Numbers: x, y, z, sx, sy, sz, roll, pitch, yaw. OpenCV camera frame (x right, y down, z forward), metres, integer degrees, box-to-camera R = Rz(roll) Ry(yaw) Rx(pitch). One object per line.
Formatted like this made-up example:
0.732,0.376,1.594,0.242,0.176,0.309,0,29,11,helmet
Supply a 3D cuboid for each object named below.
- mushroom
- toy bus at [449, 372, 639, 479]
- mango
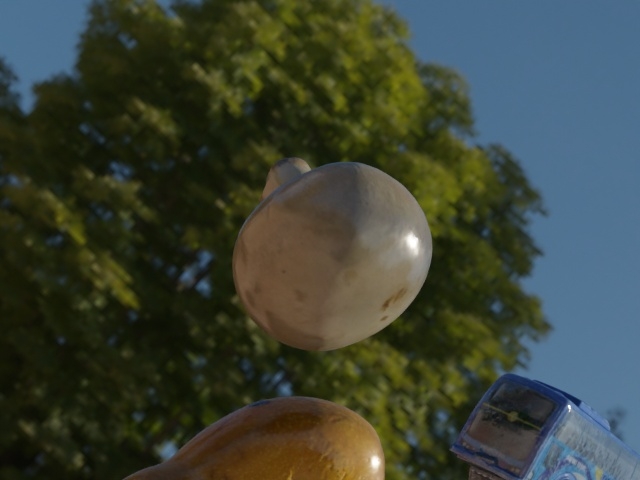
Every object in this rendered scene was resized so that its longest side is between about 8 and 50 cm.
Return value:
0.000,0.000,1.502,0.204,0.204,0.204,33,-26,19,mushroom
0.189,0.176,1.169,0.079,0.094,0.236,15,-15,39,toy bus
-0.072,0.259,1.572,0.120,0.294,0.177,-162,-121,-71,mango
